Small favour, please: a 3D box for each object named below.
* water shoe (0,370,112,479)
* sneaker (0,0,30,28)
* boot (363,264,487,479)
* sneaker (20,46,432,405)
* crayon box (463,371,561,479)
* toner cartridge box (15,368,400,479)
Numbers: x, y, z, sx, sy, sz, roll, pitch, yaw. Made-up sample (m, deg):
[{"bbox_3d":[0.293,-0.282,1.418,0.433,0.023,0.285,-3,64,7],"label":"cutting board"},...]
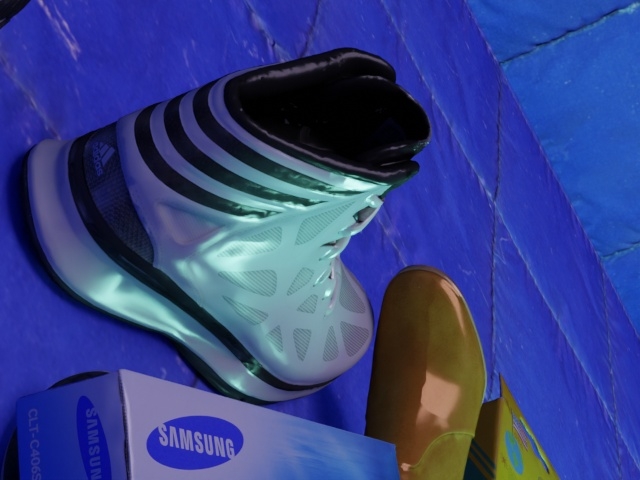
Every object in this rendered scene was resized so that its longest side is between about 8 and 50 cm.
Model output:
[{"bbox_3d":[-0.153,0.173,0.824,0.080,0.073,0.203,76,15,-45],"label":"water shoe"},{"bbox_3d":[-0.246,-0.192,0.886,0.110,0.107,0.275,48,15,1],"label":"sneaker"},{"bbox_3d":[0.076,0.188,1.208,0.211,0.104,0.295,-41,130,-64],"label":"boot"},{"bbox_3d":[0.000,0.001,1.074,0.447,0.258,0.169,32,41,-58],"label":"sneaker"},{"bbox_3d":[0.202,0.320,1.506,0.202,0.081,0.318,60,23,-22],"label":"crayon box"},{"bbox_3d":[-0.045,0.192,0.844,0.348,0.075,0.165,27,50,-59],"label":"toner cartridge box"}]
